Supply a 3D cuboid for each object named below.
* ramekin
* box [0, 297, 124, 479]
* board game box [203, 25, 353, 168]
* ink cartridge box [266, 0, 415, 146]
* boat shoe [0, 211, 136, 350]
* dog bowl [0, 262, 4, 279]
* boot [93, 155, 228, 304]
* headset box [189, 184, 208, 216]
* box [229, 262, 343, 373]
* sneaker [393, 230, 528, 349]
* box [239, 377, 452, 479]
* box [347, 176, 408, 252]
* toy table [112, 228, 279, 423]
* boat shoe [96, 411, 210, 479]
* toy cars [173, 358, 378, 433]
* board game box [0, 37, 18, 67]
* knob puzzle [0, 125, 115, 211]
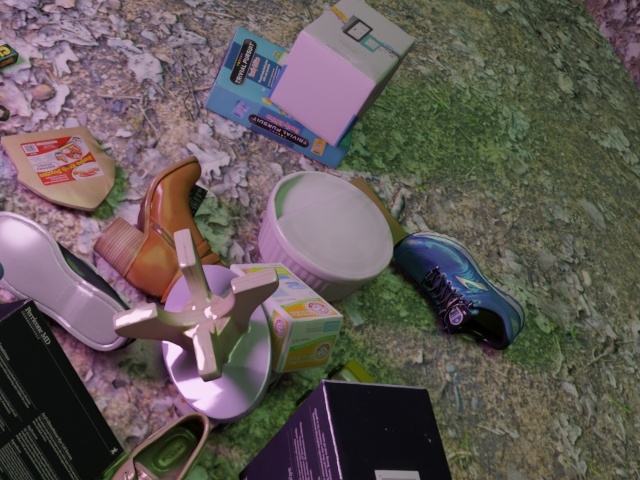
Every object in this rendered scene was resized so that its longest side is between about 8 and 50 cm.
[{"bbox_3d":[0.000,0.000,1.597,0.273,0.127,0.272,18,46,-19],"label":"ramekin"},{"bbox_3d":[-0.407,0.236,1.051,0.184,0.103,0.261,-43,115,-46],"label":"box"},{"bbox_3d":[-0.081,-0.340,1.885,0.336,0.079,0.253,24,43,-12],"label":"board game box"},{"bbox_3d":[0.051,-0.390,1.810,0.197,0.198,0.270,36,41,1],"label":"ink cartridge box"},{"bbox_3d":[-0.420,0.071,1.290,0.302,0.091,0.114,44,87,8],"label":"boat shoe"},{"bbox_3d":[-0.620,0.023,1.156,0.297,0.166,0.074,24,55,-14],"label":"dog bowl"},{"bbox_3d":[-0.241,-0.009,1.450,0.220,0.109,0.283,37,49,-2],"label":"boot"},{"bbox_3d":[-0.272,-0.090,1.571,0.083,0.032,0.062,28,43,-8],"label":"headset box"},{"bbox_3d":[-0.071,0.130,1.388,0.114,0.103,0.203,0,26,-39],"label":"box"},{"bbox_3d":[0.291,0.108,1.689,0.330,0.129,0.147,36,40,0],"label":"sneaker"},{"bbox_3d":[0.040,0.420,1.107,0.179,0.312,0.343,10,49,-27],"label":"box"},{"bbox_3d":[0.093,-0.046,1.777,0.164,0.021,0.201,-21,66,-43],"label":"box"},{"bbox_3d":[-0.174,0.128,1.241,0.252,0.160,0.274,-26,59,-8],"label":"toy table"},{"bbox_3d":[-0.263,0.353,1.128,0.109,0.098,0.302,42,42,6],"label":"boat shoe"},{"bbox_3d":[-0.051,0.253,1.365,0.394,0.087,0.176,11,47,-25],"label":"toy cars"},{"bbox_3d":[-0.722,-0.350,1.517,0.136,0.030,0.260,40,42,7],"label":"board game box"},{"bbox_3d":[-0.469,-0.124,1.475,0.213,0.030,0.213,18,44,-19],"label":"knob puzzle"}]
